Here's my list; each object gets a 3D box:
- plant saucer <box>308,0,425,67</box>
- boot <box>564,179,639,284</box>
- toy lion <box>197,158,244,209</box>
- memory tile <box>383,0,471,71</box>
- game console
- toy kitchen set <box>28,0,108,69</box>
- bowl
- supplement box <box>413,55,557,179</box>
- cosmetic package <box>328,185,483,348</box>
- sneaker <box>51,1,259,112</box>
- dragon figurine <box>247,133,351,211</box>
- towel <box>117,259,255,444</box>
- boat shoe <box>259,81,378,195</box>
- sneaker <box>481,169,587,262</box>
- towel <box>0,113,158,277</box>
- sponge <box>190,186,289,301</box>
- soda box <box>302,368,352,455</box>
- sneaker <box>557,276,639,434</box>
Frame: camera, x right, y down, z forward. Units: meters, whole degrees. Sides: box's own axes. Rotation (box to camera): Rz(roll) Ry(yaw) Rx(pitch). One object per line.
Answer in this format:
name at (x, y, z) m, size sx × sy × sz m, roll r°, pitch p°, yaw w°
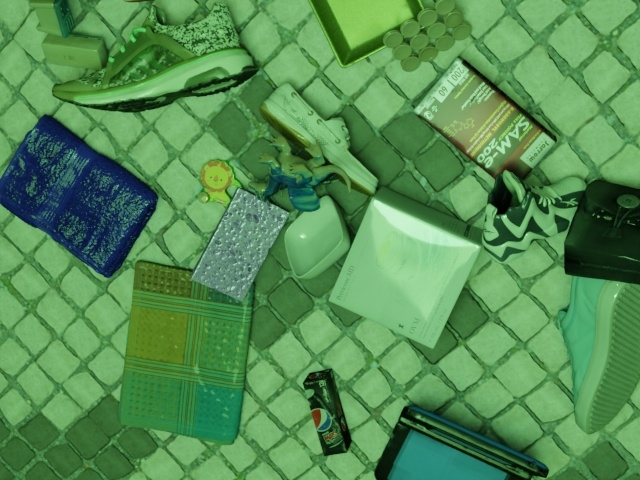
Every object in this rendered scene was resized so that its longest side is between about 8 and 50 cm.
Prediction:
plant saucer at (0.084, -0.445, 1.770) m, size 0.188 × 0.045 × 0.188 m, roll -25°, pitch 97°, yaw 16°
boot at (0.688, -0.035, 1.659) m, size 0.445 × 0.367 × 0.146 m, roll 8°, pitch 124°, yaw 33°
toy lion at (-0.199, -0.112, 1.922) m, size 0.100 × 0.034 × 0.096 m, roll 22°, pitch 99°, yaw 6°
memory tile at (0.196, -0.376, 1.743) m, size 0.148 × 0.012 × 0.113 m, roll -30°, pitch 139°, yaw 17°
game console at (0.270, 0.463, 1.889) m, size 0.293 × 0.250 × 0.173 m, roll 23°, pitch 80°, yaw 6°
toy kitchen set at (-0.477, -0.473, 1.879) m, size 0.122 × 0.166 × 0.207 m, roll 10°, pitch 142°, yaw 11°
bowl at (0.000, 0.000, 1.861) m, size 0.142 × 0.142 × 0.053 m, roll -41°, pitch 134°, yaw 24°
supplement box at (0.305, -0.215, 1.763) m, size 0.239 × 0.073 × 0.130 m, roll 39°, pitch 108°, yaw 0°
cosmetic package at (0.166, 0.048, 1.824) m, size 0.224 × 0.138 × 0.224 m, roll 24°, pitch 107°, yaw 7°
sneaker at (-0.328, -0.357, 1.848) m, size 0.410 × 0.158 × 0.182 m, roll -11°, pitch 89°, yaw 9°
dragon figurine at (-0.026, -0.112, 1.779) m, size 0.289 × 0.085 × 0.144 m, roll 14°, pitch 149°, yaw 35°
towel at (-0.285, 0.240, 2.022) m, size 0.271 × 0.040 × 0.370 m, roll 10°, pitch 103°, yaw 9°
boat shoe at (0.015, -0.197, 1.820) m, size 0.277 × 0.098 × 0.096 m, roll 40°, pitch 81°, yaw -5°
sneaker at (0.382, -0.079, 1.703) m, size 0.235 × 0.094 × 0.153 m, roll -29°, pitch 135°, yaw -11°
towel at (-0.510, -0.086, 1.971) m, size 0.308 × 0.076 × 0.228 m, roll 34°, pitch 109°, yaw 3°
sponge at (-0.162, 0.009, 1.908) m, size 0.117 × 0.031 × 0.210 m, roll 27°, pitch 97°, yaw -14°
soda box at (0.015, 0.356, 1.970) m, size 0.053 × 0.060 × 0.169 m, roll -13°, pitch 100°, yaw 16°
sneaker at (0.520, 0.192, 1.807) m, size 0.135 × 0.150 × 0.366 m, roll -13°, pitch 122°, yaw -28°
